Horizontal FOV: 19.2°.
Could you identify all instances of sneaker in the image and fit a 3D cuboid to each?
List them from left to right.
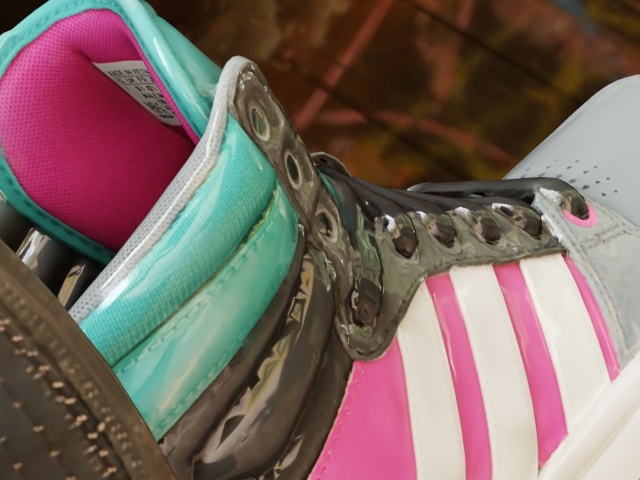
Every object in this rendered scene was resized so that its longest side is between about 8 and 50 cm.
[{"bbox_3d":[0.000,0.000,0.482,0.295,0.124,0.178,-48,-67,-37],"label":"sneaker"}]

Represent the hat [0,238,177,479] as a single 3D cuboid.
[{"bbox_3d":[-0.139,0.119,0.251,0.331,0.134,0.331,-8,-74,-30],"label":"hat"}]
